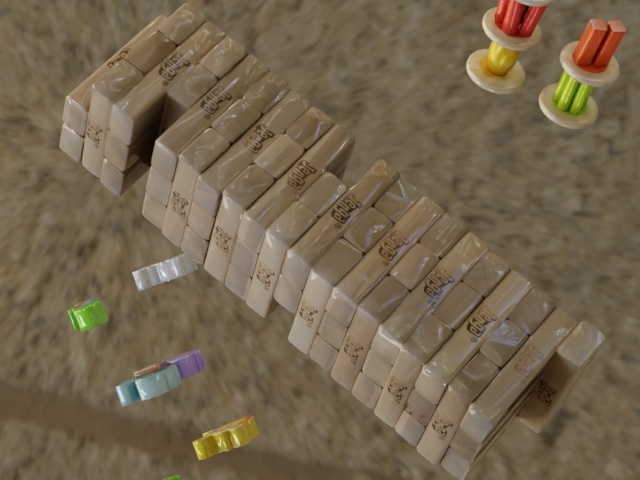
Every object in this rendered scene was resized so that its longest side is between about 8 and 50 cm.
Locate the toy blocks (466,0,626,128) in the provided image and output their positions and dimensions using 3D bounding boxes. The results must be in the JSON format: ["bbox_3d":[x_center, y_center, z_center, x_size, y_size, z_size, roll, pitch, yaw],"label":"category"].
[{"bbox_3d":[0.196,-0.176,1.644,0.123,0.148,0.054,26,46,7],"label":"toy blocks"}]

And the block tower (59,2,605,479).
[{"bbox_3d":[0.000,0.000,1.171,0.335,0.091,0.097,38,60,11],"label":"block tower"}]

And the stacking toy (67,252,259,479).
[{"bbox_3d":[-0.120,0.107,1.567,0.052,0.221,0.167,-19,94,16],"label":"stacking toy"}]
